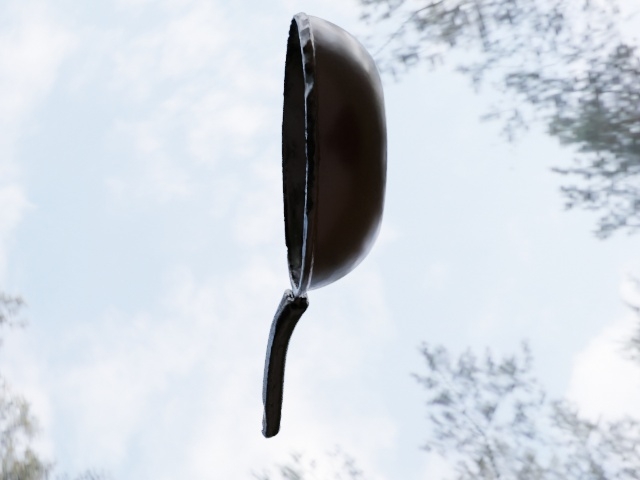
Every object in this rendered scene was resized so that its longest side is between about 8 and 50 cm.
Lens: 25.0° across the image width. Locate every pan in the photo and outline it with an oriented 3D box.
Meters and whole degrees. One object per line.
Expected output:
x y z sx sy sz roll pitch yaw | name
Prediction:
0.001 0.000 0.360 0.023 0.068 0.115 2 -62 -8 | pan
